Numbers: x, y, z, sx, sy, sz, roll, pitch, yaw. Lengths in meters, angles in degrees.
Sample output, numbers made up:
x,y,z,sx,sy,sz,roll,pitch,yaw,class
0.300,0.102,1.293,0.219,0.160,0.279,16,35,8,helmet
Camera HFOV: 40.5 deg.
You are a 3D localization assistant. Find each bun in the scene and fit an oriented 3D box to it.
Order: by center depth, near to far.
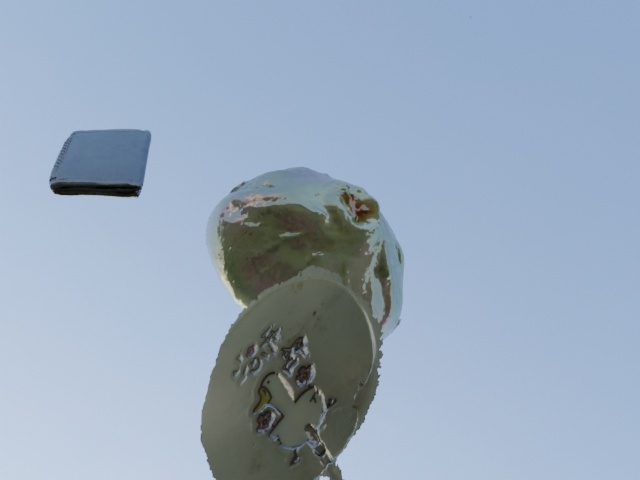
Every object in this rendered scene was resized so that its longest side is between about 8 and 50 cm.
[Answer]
x,y,z,sx,sy,sz,roll,pitch,yaw,class
0.000,0.000,1.156,0.293,0.293,0.187,34,-65,0,bun

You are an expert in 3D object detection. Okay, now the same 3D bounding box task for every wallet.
x,y,z,sx,sy,sz,roll,pitch,yaw,class
-0.214,-0.074,0.851,0.088,0.129,0.026,0,-60,-6,wallet

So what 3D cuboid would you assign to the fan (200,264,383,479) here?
x,y,z,sx,sy,sz,roll,pitch,yaw,class
-0.002,0.185,0.779,0.233,0.415,0.012,-48,-50,12,fan
